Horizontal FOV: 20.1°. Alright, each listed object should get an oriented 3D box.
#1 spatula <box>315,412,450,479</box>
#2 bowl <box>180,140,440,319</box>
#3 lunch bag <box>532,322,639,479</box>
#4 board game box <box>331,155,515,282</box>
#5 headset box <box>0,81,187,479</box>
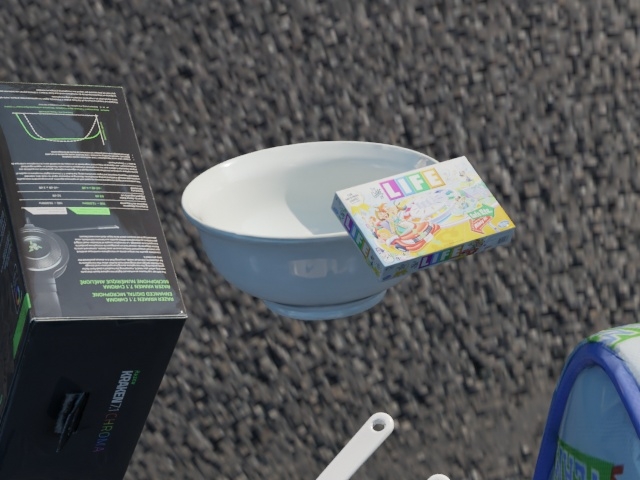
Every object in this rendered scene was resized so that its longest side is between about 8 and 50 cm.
[{"bbox_3d":[0.012,0.228,1.097,0.168,0.019,0.242,34,67,27],"label":"spatula"},{"bbox_3d":[0.000,0.000,2.002,0.298,0.134,0.298,-4,22,2],"label":"bowl"},{"bbox_3d":[0.142,0.166,0.430,0.115,0.243,0.303,-14,50,-16],"label":"lunch bag"},{"bbox_3d":[0.102,-0.023,1.803,0.154,0.026,0.103,-17,55,-25],"label":"board game box"},{"bbox_3d":[-0.226,0.050,1.533,0.131,0.246,0.283,0,50,-24],"label":"headset box"}]
